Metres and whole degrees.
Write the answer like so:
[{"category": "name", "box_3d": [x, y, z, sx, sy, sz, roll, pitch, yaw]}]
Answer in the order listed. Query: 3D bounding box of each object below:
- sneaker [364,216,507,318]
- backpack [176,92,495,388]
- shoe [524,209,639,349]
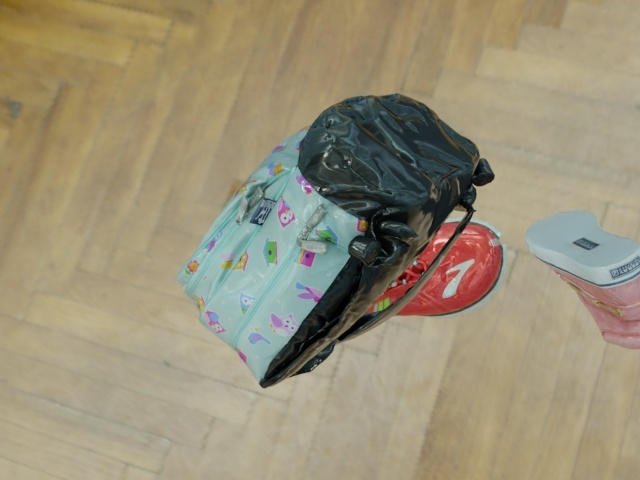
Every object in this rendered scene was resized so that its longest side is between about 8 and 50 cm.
[{"category": "sneaker", "box_3d": [0.064, 0.044, 1.338, 0.279, 0.118, 0.107, -13, 88, 30]}, {"category": "backpack", "box_3d": [0.000, 0.000, 0.758, 0.115, 0.152, 0.182, 48, 122, 14]}, {"category": "shoe", "box_3d": [0.226, 0.032, 1.037, 0.063, 0.178, 0.081, -25, 106, -5]}]
